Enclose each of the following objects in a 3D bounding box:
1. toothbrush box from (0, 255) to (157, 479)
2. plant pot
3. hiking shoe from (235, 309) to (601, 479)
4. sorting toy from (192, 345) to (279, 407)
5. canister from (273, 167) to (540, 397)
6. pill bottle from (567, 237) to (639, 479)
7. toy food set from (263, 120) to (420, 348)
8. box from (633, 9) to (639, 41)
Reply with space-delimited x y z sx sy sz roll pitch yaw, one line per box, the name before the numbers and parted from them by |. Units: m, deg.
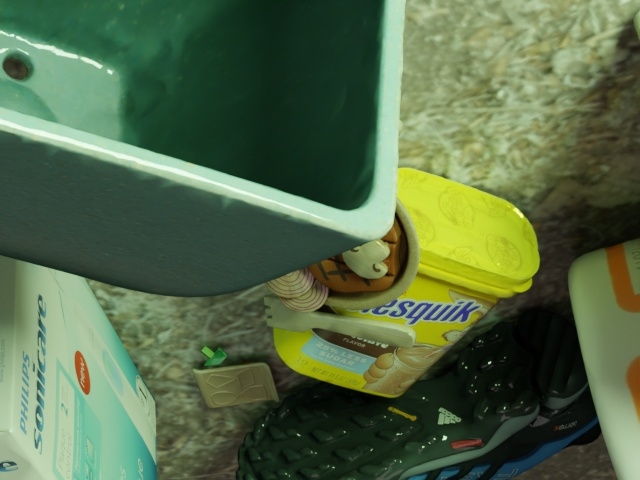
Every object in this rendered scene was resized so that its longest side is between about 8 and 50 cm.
toothbrush box | -0.213 0.129 1.126 0.126 0.216 0.295 -13 139 8
plant pot | -0.125 -0.098 0.850 0.248 0.247 0.252 16 152 -25
hiking shoe | 0.084 0.165 1.287 0.304 0.113 0.132 -19 138 15
sorting toy | -0.068 0.104 1.273 0.062 0.012 0.083 -4 144 6
canister | 0.056 0.036 1.159 0.126 0.073 0.170 17 137 -24
pill bottle | 0.387 0.065 1.120 0.392 0.224 0.224 -16 140 13
toy food set | 0.000 0.000 1.063 0.132 0.038 0.192 9 129 22
box | 0.293 -0.044 0.965 0.148 0.232 0.127 -20 139 16
